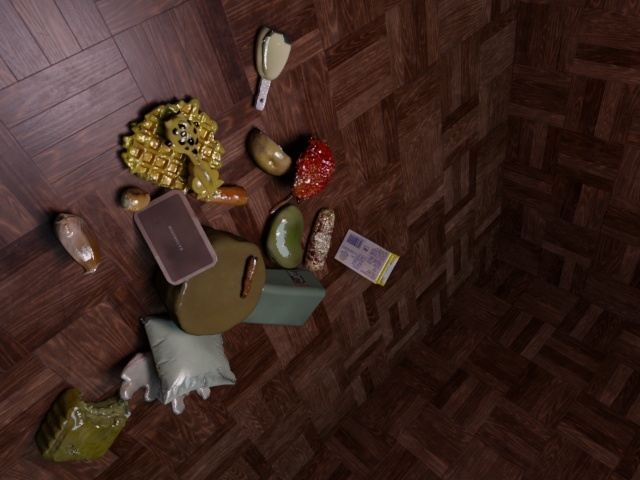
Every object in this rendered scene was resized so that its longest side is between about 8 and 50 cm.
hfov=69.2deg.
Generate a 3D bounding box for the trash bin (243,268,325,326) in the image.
[{"bbox_3d":[-0.176,0.235,1.912,0.344,0.158,0.223,10,123,-49],"label":"trash bin"}]

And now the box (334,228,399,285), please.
[{"bbox_3d":[0.214,0.078,2.181,0.097,0.265,0.168,17,101,-54],"label":"box"}]

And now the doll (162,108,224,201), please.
[{"bbox_3d":[-0.373,-0.244,1.374,0.117,0.086,0.291,-38,133,-20],"label":"doll"}]

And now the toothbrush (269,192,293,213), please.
[{"bbox_3d":[-0.085,-0.205,1.861,0.321,0.023,0.031,-40,129,-22],"label":"toothbrush"}]

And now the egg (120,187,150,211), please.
[{"bbox_3d":[-0.546,-0.121,1.372,0.083,0.071,0.071,-10,121,-50],"label":"egg"}]

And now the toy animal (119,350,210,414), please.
[{"bbox_3d":[-0.601,0.514,1.673,0.308,0.188,0.266,-25,100,-50],"label":"toy animal"}]

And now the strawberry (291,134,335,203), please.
[{"bbox_3d":[-0.022,-0.236,1.703,0.306,0.138,0.233,-76,178,-55],"label":"strawberry"}]

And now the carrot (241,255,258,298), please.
[{"bbox_3d":[-0.246,0.130,1.598,0.036,0.036,0.165,3,109,-48],"label":"carrot"}]

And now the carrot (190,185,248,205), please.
[{"bbox_3d":[-0.346,-0.154,1.573,0.205,0.072,0.072,-3,116,-44],"label":"carrot"}]

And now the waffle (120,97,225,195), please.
[{"bbox_3d":[-0.434,-0.267,1.409,0.307,0.060,0.311,-41,137,-21],"label":"waffle"}]

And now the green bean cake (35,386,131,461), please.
[{"bbox_3d":[-0.787,0.618,1.557,0.236,0.124,0.232,31,90,-52],"label":"green bean cake"}]

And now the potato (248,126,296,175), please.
[{"bbox_3d":[-0.164,-0.277,1.635,0.098,0.138,0.243,-51,139,-2],"label":"potato"}]

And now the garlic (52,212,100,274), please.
[{"bbox_3d":[-0.670,-0.010,1.262,0.091,0.128,0.198,-22,134,-17],"label":"garlic"}]

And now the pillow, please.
[{"bbox_3d":[-0.467,0.400,1.664,0.119,0.310,0.312,-32,159,34],"label":"pillow"}]

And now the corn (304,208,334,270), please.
[{"bbox_3d":[0.000,0.000,2.030,0.098,0.098,0.289,-6,120,-46],"label":"corn"}]

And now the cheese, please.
[{"bbox_3d":[-0.172,-0.551,1.511,0.127,0.054,0.251,-2,117,-47],"label":"cheese"}]

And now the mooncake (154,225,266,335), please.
[{"bbox_3d":[-0.387,0.134,1.626,0.379,0.201,0.378,-25,127,-39],"label":"mooncake"}]

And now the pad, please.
[{"bbox_3d":[-0.446,-0.009,1.425,0.176,0.266,0.002,-27,-177,3],"label":"pad"}]

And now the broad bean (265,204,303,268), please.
[{"bbox_3d":[-0.144,-0.017,1.859,0.189,0.121,0.263,-14,113,-48],"label":"broad bean"}]
